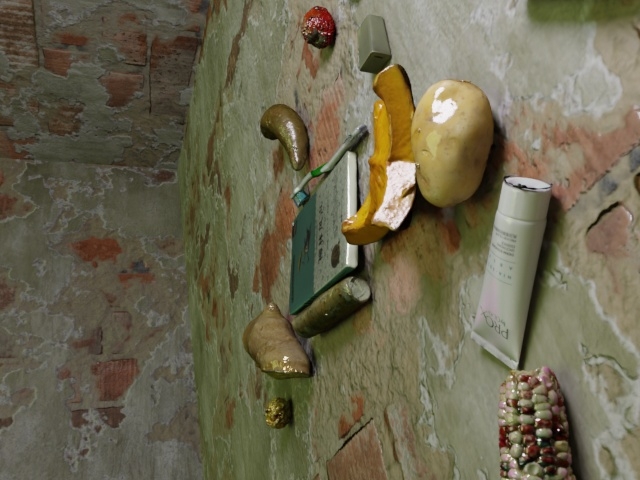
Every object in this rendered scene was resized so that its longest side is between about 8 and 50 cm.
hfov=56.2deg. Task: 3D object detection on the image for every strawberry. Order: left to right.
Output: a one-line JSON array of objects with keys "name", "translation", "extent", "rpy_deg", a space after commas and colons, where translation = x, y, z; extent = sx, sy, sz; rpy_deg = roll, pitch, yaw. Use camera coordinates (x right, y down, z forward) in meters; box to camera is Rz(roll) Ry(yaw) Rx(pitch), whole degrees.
[{"name": "strawberry", "translation": [-0.006, -0.491, 1.373], "extent": [0.083, 0.083, 0.096], "rpy_deg": [160, 118, -67]}]

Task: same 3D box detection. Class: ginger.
[{"name": "ginger", "translation": [-0.118, 0.276, 1.557], "extent": [0.354, 0.126, 0.190], "rpy_deg": [33, 109, 62]}]

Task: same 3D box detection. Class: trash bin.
[{"name": "trash bin", "translation": [0.100, -0.375, 1.142], "extent": [0.061, 0.043, 0.092], "rpy_deg": [135, 136, -61]}]

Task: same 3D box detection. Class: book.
[{"name": "book", "translation": [0.000, 0.000, 1.353], "extent": [0.379, 0.031, 0.264], "rpy_deg": [133, 142, -60]}]

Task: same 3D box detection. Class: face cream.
[{"name": "face cream", "translation": [0.237, 0.040, 0.753], "extent": [0.092, 0.058, 0.244], "rpy_deg": [-138, 46, -57]}]

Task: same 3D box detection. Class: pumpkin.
[{"name": "pumpkin", "translation": [0.104, -0.123, 0.997], "extent": [0.290, 0.095, 0.258], "rpy_deg": [158, 116, -85]}]

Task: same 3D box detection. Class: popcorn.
[{"name": "popcorn", "translation": [-0.114, 0.458, 1.591], "extent": [0.057, 0.083, 0.082], "rpy_deg": [9, 74, 42]}]

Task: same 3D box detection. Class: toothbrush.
[{"name": "toothbrush", "translation": [0.006, -0.166, 1.365], "extent": [0.040, 0.042, 0.418], "rpy_deg": [57, 153, 5]}]

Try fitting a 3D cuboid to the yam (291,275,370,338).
[{"name": "yam", "translation": [0.017, 0.148, 1.279], "extent": [0.071, 0.067, 0.317], "rpy_deg": [49, 148, 2]}]

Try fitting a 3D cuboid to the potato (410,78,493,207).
[{"name": "potato", "translation": [0.179, -0.132, 0.831], "extent": [0.118, 0.109, 0.178], "rpy_deg": [19, 113, 46]}]

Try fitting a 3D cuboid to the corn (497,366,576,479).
[{"name": "corn", "translation": [0.241, 0.285, 0.670], "extent": [0.092, 0.092, 0.280], "rpy_deg": [147, 123, -65]}]

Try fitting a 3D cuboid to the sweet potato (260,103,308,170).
[{"name": "sweet potato", "translation": [-0.098, -0.294, 1.570], "extent": [0.310, 0.098, 0.124], "rpy_deg": [-127, 21, -55]}]
